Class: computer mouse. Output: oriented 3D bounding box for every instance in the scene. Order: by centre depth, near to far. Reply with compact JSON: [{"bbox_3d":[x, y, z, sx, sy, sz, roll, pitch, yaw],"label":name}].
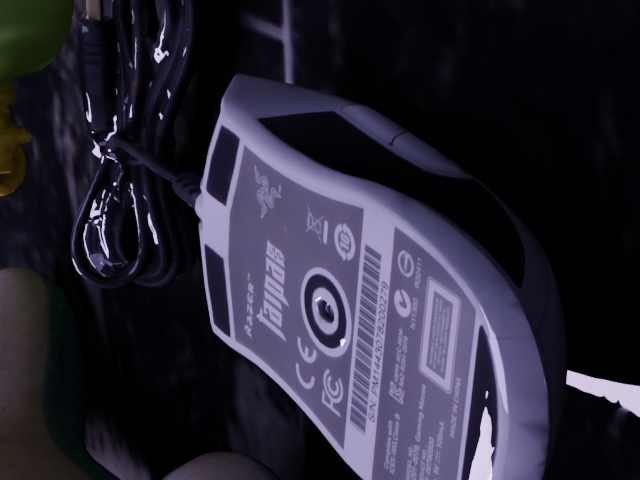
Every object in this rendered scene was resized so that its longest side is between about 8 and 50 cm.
[{"bbox_3d":[0.000,0.000,0.400,0.193,0.042,0.106,38,131,46],"label":"computer mouse"}]

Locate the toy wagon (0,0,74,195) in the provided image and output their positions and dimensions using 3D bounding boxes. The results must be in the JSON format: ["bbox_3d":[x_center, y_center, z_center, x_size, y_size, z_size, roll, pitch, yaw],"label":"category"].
[{"bbox_3d":[-0.128,-0.179,0.460,0.267,0.068,0.344,-10,99,56],"label":"toy wagon"}]

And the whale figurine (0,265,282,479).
[{"bbox_3d":[-0.064,0.137,0.500,0.216,0.141,0.272,-49,42,24],"label":"whale figurine"}]
